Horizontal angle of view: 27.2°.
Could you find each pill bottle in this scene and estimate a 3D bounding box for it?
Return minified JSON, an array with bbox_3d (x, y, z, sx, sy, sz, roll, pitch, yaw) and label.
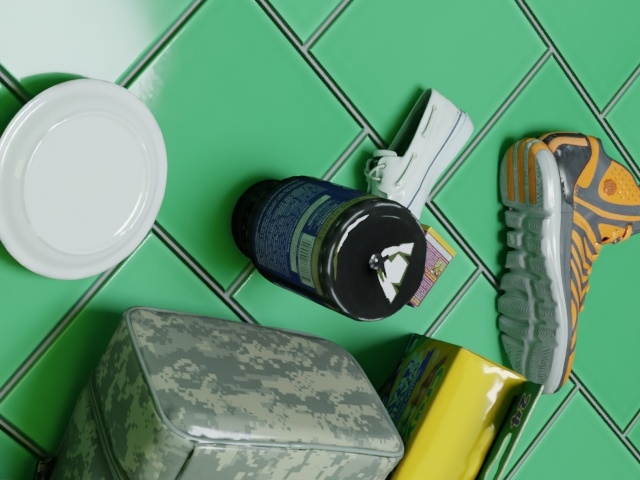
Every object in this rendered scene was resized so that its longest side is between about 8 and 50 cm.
[{"bbox_3d":[0.000,0.000,1.353,0.123,0.219,0.122,-9,106,-31],"label":"pill bottle"}]

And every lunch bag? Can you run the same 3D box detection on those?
[{"bbox_3d":[-0.112,0.230,1.345,0.305,0.212,0.256,11,119,-34],"label":"lunch bag"}]

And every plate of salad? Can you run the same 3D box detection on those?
[{"bbox_3d":[-0.238,-0.060,1.292,0.200,0.048,0.199,-16,115,-39],"label":"plate of salad"}]

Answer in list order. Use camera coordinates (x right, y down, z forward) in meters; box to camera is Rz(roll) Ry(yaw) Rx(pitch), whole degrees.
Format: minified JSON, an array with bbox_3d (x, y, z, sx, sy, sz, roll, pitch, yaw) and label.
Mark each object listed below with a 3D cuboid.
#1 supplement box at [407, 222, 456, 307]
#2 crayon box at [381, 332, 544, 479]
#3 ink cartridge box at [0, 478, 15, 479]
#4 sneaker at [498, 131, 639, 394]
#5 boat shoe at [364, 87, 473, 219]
[{"bbox_3d":[0.108,0.027,1.535,0.055,0.043,0.083,45,76,-32],"label":"supplement box"},{"bbox_3d":[0.119,0.213,1.422,0.083,0.323,0.203,27,86,-6],"label":"crayon box"},{"bbox_3d":[-0.332,0.301,1.221,0.176,0.127,0.128,0,104,12],"label":"ink cartridge box"},{"bbox_3d":[0.321,0.025,1.621,0.180,0.125,0.321,-8,106,-30],"label":"sneaker"},{"bbox_3d":[0.083,-0.072,1.484,0.076,0.083,0.226,42,66,-20],"label":"boat shoe"}]
